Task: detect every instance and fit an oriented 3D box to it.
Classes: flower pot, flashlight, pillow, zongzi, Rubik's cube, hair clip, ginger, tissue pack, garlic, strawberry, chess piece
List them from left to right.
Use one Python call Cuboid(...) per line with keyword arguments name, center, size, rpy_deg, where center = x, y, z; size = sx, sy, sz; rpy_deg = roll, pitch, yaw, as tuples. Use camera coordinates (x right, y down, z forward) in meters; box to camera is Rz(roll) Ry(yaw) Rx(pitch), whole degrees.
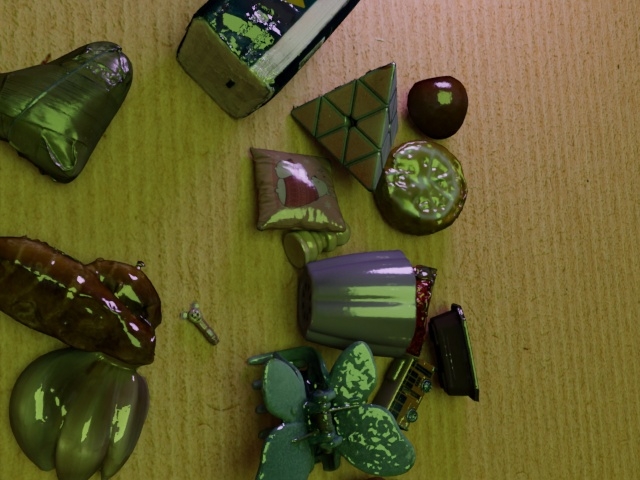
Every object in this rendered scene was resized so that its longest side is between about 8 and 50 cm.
Cuboid(name="zongzi", center=(-0.611, -0.338, 1.579), size=(0.361, 0.160, 0.322), rpy_deg=(29, 67, -12))
Cuboid(name="ginger", center=(-0.513, 0.102, 1.549), size=(0.419, 0.254, 0.176), rpy_deg=(25, 115, -9))
Cuboid(name="garlic", center=(-0.503, 0.353, 1.553), size=(0.279, 0.132, 0.325), rpy_deg=(26, 69, -11))
Cuboid(name="flashlight", center=(-0.273, 0.198, 1.725), size=(0.052, 0.031, 0.110), rpy_deg=(-42, 101, -23))
Cuboid(name="tissue pack", center=(-0.109, -0.526, 1.761), size=(0.253, 0.264, 0.416), rpy_deg=(45, 69, -12))
Cuboid(name="pillow", center=(-0.059, -0.121, 1.816), size=(0.224, 0.084, 0.236), rpy_deg=(0, 61, -20))
Cuboid(name="hair clip", center=(-0.028, 0.399, 1.696), size=(0.392, 0.238, 0.318), rpy_deg=(-9, 88, -25))
Cuboid(name="chess piece", center=(0.000, 0.000, 1.852), size=(0.171, 0.094, 0.094), rpy_deg=(-22, 93, -33))
Cuboid(name="flower pot", center=(0.076, 0.149, 1.792), size=(0.243, 0.265, 0.264), rpy_deg=(2, 83, -11))
Cuboid(name="Rubik's cube", center=(0.105, -0.292, 1.855), size=(0.228, 0.229, 0.233), rpy_deg=(-40, 116, -8))
Cuboid(name="strawberry", center=(0.226, 0.176, 1.905), size=(0.111, 0.190, 0.236), rpy_deg=(10, 101, 9))
Cuboid(name="flower pot", center=(0.340, 0.294, 1.935), size=(0.084, 0.179, 0.250), rpy_deg=(-10, 88, 0))

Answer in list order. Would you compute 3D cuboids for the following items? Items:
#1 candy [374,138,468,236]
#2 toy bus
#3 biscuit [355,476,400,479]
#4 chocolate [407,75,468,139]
Cuboid(name="candy", center=(0.265, -0.141, 1.968), size=(0.260, 0.118, 0.259), rpy_deg=(4, 79, -23))
Cuboid(name="toy bus", center=(0.209, 0.379, 1.893), size=(0.103, 0.091, 0.182), rpy_deg=(35, 72, -17))
Cuboid(name="biscuit", center=(0.120, 0.730, 1.801), size=(0.326, 0.107, 0.325), rpy_deg=(2, 85, -22))
Cuboid(name="chocolate", center=(0.318, -0.354, 1.997), size=(0.177, 0.177, 0.176), rpy_deg=(3, 82, -24))
